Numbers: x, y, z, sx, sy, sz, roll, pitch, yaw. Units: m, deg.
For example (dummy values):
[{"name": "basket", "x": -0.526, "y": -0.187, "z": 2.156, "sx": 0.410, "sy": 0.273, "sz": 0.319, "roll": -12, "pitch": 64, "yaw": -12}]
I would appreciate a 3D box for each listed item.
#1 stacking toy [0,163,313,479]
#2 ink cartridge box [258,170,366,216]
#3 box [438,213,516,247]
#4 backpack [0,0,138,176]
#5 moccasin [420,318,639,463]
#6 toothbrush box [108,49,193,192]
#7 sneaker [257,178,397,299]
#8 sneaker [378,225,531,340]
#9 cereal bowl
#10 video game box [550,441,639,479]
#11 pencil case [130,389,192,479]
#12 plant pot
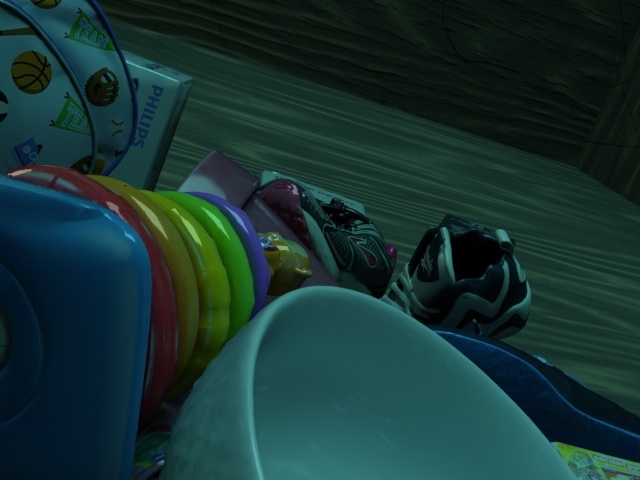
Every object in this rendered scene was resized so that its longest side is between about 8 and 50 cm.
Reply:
[{"name": "stacking toy", "x": -0.094, "y": 0.029, "z": 0.675, "sx": 0.175, "sy": 0.166, "sz": 0.302, "roll": 16, "pitch": 15, "yaw": 30}, {"name": "ink cartridge box", "x": -0.020, "y": -0.006, "z": 1.391, "sx": 0.153, "sy": 0.087, "sz": 0.208, "roll": 20, "pitch": 16, "yaw": -7}, {"name": "box", "x": 0.148, "y": 0.067, "z": 1.241, "sx": 0.093, "sy": 0.156, "sz": 0.158, "roll": 23, "pitch": 16, "yaw": 8}, {"name": "backpack", "x": -0.278, "y": -0.104, "z": 0.814, "sx": 0.213, "sy": 0.263, "sz": 0.276, "roll": 20, "pitch": -35, "yaw": 50}, {"name": "moccasin", "x": 0.189, "y": 0.175, "z": 1.038, "sx": 0.342, "sy": 0.138, "sz": 0.117, "roll": 32, "pitch": 7, "yaw": -19}, {"name": "toothbrush box", "x": -0.294, "y": -0.103, "z": 1.012, "sx": 0.295, "sy": 0.216, "sz": 0.126, "roll": 22, "pitch": 10, "yaw": -5}, {"name": "sneaker", "x": 0.000, "y": 0.000, "z": 1.149, "sx": 0.121, "sy": 0.112, "sz": 0.299, "roll": 29, "pitch": -9, "yaw": 23}, {"name": "sneaker", "x": 0.091, "y": 0.052, "z": 1.063, "sx": 0.235, "sy": 0.153, "sz": 0.094, "roll": -13, "pitch": 47, "yaw": 1}, {"name": "cereal bowl", "x": 0.041, "y": 0.197, "z": 0.589, "sx": 0.339, "sy": 0.141, "sz": 0.339, "roll": 37, "pitch": 26, "yaw": -21}, {"name": "video game box", "x": 0.302, "y": 0.267, "z": 0.928, "sx": 0.205, "sy": 0.048, "sz": 0.187, "roll": 17, "pitch": 28, "yaw": -17}, {"name": "pencil case", "x": -0.149, "y": 0.114, "z": 0.754, "sx": 0.124, "sy": 0.124, "sz": 0.284, "roll": 10, "pitch": 20, "yaw": -37}, {"name": "plant pot", "x": -0.081, "y": 0.050, "z": 0.965, "sx": 0.180, "sy": 0.201, "sz": 0.201, "roll": 37, "pitch": 15, "yaw": -4}]
